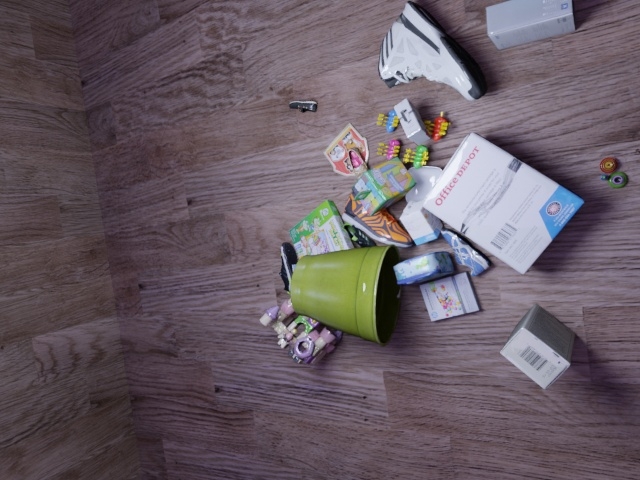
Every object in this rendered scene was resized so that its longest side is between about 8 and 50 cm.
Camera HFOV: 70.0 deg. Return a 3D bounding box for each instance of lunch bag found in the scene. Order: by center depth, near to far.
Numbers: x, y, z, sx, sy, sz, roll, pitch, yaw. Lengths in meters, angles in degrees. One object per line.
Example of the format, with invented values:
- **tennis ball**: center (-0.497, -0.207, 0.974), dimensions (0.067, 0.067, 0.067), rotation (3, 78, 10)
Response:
- **lunch bag**: center (0.371, 0.101, 1.648), dimensions (0.176, 0.219, 0.090), rotation (-20, 79, 31)

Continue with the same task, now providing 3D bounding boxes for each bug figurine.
- **bug figurine**: center (0.332, -0.381, 1.688), dimensions (0.278, 0.072, 0.217), rotation (21, 94, 33)

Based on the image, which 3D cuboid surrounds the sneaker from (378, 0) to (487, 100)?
- **sneaker**: center (0.373, -0.599, 1.620), dimensions (0.257, 0.169, 0.448), rotation (-47, 64, 36)

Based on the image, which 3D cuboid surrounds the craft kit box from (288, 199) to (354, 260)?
- **craft kit box**: center (0.000, 0.000, 1.925), dimensions (0.246, 0.061, 0.250), rotation (-36, 62, 26)

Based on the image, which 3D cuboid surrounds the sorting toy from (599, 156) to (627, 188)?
- **sorting toy**: center (0.889, -0.204, 1.397), dimensions (0.061, 0.042, 0.102), rotation (-33, 79, 30)

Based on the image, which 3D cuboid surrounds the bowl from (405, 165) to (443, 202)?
- **bowl**: center (0.391, -0.203, 1.696), dimensions (0.142, 0.053, 0.142), rotation (7, 99, 32)

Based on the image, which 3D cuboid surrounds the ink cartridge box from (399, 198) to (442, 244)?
- **ink cartridge box**: center (0.364, -0.075, 1.668), dimensions (0.089, 0.092, 0.143), rotation (-21, 112, 40)

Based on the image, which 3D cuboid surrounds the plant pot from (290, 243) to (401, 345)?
- **plant pot**: center (0.090, 0.185, 1.718), dimensions (0.352, 0.366, 0.367), rotation (4, 98, 24)

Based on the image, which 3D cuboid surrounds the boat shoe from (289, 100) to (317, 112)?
- **boat shoe**: center (-0.077, -0.566, 1.940), dimensions (0.132, 0.049, 0.042), rotation (9, 93, 26)

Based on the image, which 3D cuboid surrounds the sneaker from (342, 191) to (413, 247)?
- **sneaker**: center (0.233, -0.106, 1.762), dimensions (0.321, 0.124, 0.180), rotation (29, 111, 25)

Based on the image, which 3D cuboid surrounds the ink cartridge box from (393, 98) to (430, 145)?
- **ink cartridge box**: center (0.320, -0.412, 1.597), dimensions (0.056, 0.099, 0.135), rotation (-30, 67, 27)

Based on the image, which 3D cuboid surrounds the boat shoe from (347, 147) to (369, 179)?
- **boat shoe**: center (0.151, -0.287, 1.809), dimensions (0.063, 0.059, 0.170), rotation (-29, 92, 19)

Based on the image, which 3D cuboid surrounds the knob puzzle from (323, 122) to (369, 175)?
- **knob puzzle**: center (0.116, -0.347, 1.860), dimensions (0.213, 0.030, 0.213), rotation (4, 98, 30)

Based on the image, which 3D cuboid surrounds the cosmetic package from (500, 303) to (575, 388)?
- **cosmetic package**: center (0.686, 0.319, 1.429), dimensions (0.160, 0.309, 0.113), rotation (41, 114, 22)

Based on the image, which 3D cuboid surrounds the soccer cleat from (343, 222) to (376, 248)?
- **soccer cleat**: center (0.158, -0.003, 1.844), dimensions (0.179, 0.072, 0.060), rotation (47, 118, 7)

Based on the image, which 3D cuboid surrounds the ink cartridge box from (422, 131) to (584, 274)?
- **ink cartridge box**: center (0.581, -0.131, 1.493), dimensions (0.394, 0.166, 0.286), rotation (37, 113, 13)

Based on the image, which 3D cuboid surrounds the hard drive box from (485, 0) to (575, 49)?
- **hard drive box**: center (0.648, -0.679, 1.406), dimensions (0.232, 0.181, 0.089), rotation (-4, 94, 31)

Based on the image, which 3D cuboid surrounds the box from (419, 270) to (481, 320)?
- **box**: center (0.479, 0.208, 1.701), dimensions (0.186, 0.038, 0.145), rotation (-20, 85, 33)

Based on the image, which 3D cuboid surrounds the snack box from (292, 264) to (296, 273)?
- **snack box**: center (-0.081, 0.169, 1.940), dimensions (0.064, 0.178, 0.022), rotation (-4, 132, -7)

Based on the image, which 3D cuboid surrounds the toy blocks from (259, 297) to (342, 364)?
- **toy blocks**: center (-0.051, 0.329, 1.901), dimensions (0.260, 0.309, 0.288), rotation (-46, 67, -2)

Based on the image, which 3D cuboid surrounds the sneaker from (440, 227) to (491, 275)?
- **sneaker**: center (0.506, 0.039, 1.639), dimensions (0.211, 0.080, 0.081), rotation (47, 114, 20)

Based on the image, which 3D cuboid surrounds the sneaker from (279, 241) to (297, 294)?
- **sneaker**: center (-0.156, 0.127, 2.052), dimensions (0.097, 0.084, 0.235), rotation (-14, 89, 33)

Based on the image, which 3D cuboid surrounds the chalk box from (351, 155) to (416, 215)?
- **chalk box**: center (0.212, -0.186, 1.650), dimensions (0.132, 0.213, 0.132), rotation (56, 152, 7)
